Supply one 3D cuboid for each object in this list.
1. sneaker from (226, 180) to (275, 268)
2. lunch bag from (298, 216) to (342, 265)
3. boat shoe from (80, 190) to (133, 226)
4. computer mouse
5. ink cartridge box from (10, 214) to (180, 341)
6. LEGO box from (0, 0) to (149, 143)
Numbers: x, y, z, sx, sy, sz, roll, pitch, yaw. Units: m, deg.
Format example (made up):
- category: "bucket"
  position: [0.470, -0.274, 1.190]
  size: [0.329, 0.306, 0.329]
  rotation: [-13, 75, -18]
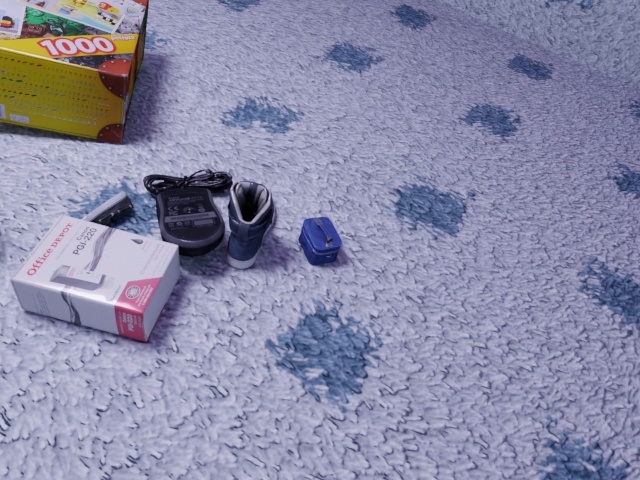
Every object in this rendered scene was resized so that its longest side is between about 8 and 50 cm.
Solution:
- category: "sneaker"
  position: [-0.132, -0.077, 0.988]
  size: [0.086, 0.163, 0.226]
  rotation: [10, 46, -4]
- category: "lunch bag"
  position: [0.000, 0.000, 1.016]
  size: [0.067, 0.065, 0.098]
  rotation: [-11, 52, -23]
- category: "boat shoe"
  position: [-0.425, -0.044, 0.960]
  size: [0.142, 0.049, 0.040]
  rotation: [-47, 110, -35]
- category: "computer mouse"
  position: [-0.257, -0.048, 0.997]
  size: [0.189, 0.072, 0.272]
  rotation: [-4, 38, -16]
- category: "ink cartridge box"
  position: [-0.373, 0.061, 0.846]
  size: [0.218, 0.092, 0.158]
  rotation: [14, 46, 0]
- category: "LEGO box"
  position: [-0.675, -0.450, 1.115]
  size: [0.501, 0.193, 0.372]
  rotation: [8, 48, -19]
